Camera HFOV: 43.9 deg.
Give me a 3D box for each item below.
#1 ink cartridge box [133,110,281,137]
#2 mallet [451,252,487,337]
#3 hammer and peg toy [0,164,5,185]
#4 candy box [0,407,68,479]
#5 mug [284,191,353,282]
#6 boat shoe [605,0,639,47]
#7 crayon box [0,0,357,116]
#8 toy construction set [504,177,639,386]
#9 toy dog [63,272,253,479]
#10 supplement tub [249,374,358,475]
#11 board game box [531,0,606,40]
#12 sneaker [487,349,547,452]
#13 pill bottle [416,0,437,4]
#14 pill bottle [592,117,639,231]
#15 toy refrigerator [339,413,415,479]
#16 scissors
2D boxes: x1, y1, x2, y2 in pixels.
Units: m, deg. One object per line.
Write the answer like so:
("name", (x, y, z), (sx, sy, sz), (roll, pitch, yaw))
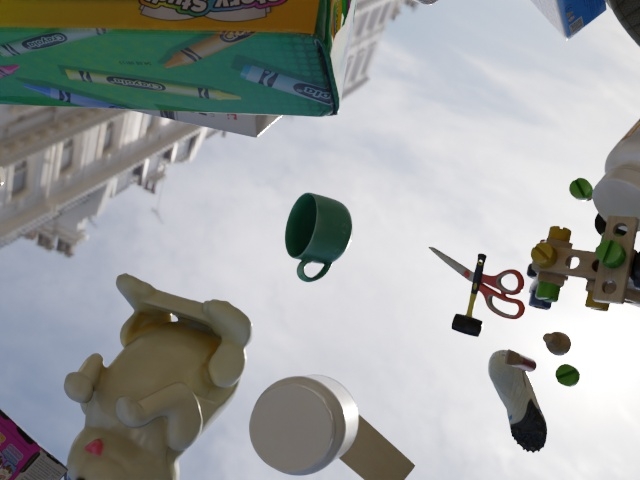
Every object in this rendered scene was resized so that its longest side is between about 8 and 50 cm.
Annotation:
("ink cartridge box", (-0.172, -0.258, 0.905), (0.289, 0.211, 0.121), (14, -142, 21))
("mallet", (0.315, 0.113, 1.585), (0.062, 0.190, 0.039), (23, -147, 14))
("hammer and peg toy", (-0.560, -0.122, 1.076), (0.127, 0.266, 0.361), (-4, -154, -1))
("candy box", (-0.474, 0.348, 1.055), (0.159, 0.071, 0.233), (23, -117, 39))
("mug", (-0.002, -0.007, 1.535), (0.097, 0.158, 0.129), (13, -161, -28))
("boat shoe", (0.393, -0.362, 0.994), (0.320, 0.118, 0.103), (59, -155, 6))
("crayon box", (-0.118, -0.172, 0.498), (0.278, 0.081, 0.165), (4, -113, 11))
("toy construction set", (0.381, 0.073, 1.181), (0.257, 0.309, 0.237), (39, -172, 32))
("toy dog", (-0.326, 0.324, 1.482), (0.284, 0.395, 0.408), (19, -118, 14))
("supplement tub", (-0.024, 0.279, 1.213), (0.144, 0.144, 0.199), (29, 177, 14))
("board game box", (0.333, -0.519, 1.304), (0.302, 0.086, 0.308), (58, -167, 21))
("sneaker", (0.432, 0.345, 1.720), (0.237, 0.085, 0.086), (68, -155, -5))
("pill bottle", (0.123, -0.490, 1.374), (0.119, 0.119, 0.208), (-16, -138, -44))
("pill bottle", (0.531, -0.126, 1.235), (0.136, 0.136, 0.245), (35, -118, 23))
("toy refrigerator", (0.081, 0.451, 1.768), (0.269, 0.102, 0.094), (45, 170, -26))
("scissors", (0.337, 0.092, 1.761), (0.021, 0.109, 0.297), (-5, -165, -38))
